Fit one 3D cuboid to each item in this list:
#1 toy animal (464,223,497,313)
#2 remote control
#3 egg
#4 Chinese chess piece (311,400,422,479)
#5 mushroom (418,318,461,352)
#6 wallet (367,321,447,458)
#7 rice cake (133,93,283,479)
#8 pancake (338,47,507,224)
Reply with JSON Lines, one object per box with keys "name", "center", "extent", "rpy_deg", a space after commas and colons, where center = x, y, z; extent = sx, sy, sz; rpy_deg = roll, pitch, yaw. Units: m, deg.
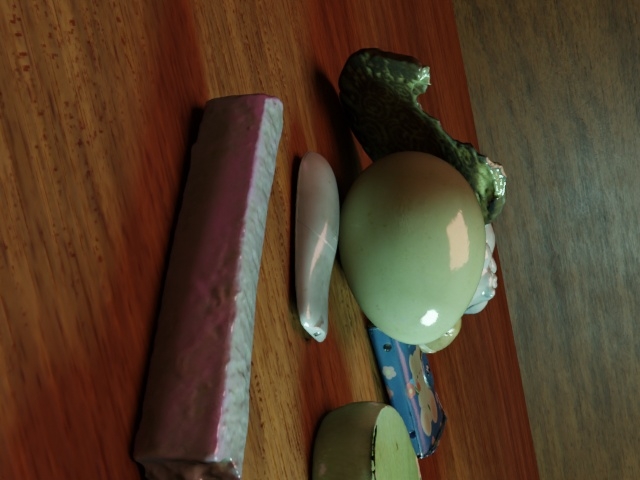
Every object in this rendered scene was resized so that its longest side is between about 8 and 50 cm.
{"name": "toy animal", "center": [0.219, 0.010, 1.403], "extent": [0.289, 0.174, 0.249], "rpy_deg": [-22, 113, -73]}
{"name": "remote control", "center": [0.000, 0.000, 0.927], "extent": [0.073, 0.044, 0.229], "rpy_deg": [57, 29, -58]}
{"name": "egg", "center": [0.116, 0.008, 1.047], "extent": [0.188, 0.189, 0.253], "rpy_deg": [43, 45, -62]}
{"name": "Chinese chess piece", "center": [0.053, 0.273, 0.901], "extent": [0.188, 0.083, 0.188], "rpy_deg": [-11, 90, -69]}
{"name": "mushroom", "center": [0.163, 0.061, 1.178], "extent": [0.093, 0.116, 0.225], "rpy_deg": [31, 48, -7]}
{"name": "wallet", "center": [0.125, 0.199, 1.182], "extent": [0.141, 0.059, 0.202], "rpy_deg": [-33, 107, -68]}
{"name": "rice cake", "center": [-0.081, 0.022, 0.632], "extent": [0.056, 0.073, 0.364], "rpy_deg": [61, 28, -51]}
{"name": "pancake", "center": [0.135, -0.138, 1.117], "extent": [0.033, 0.288, 0.286], "rpy_deg": [-43, 150, -23]}
